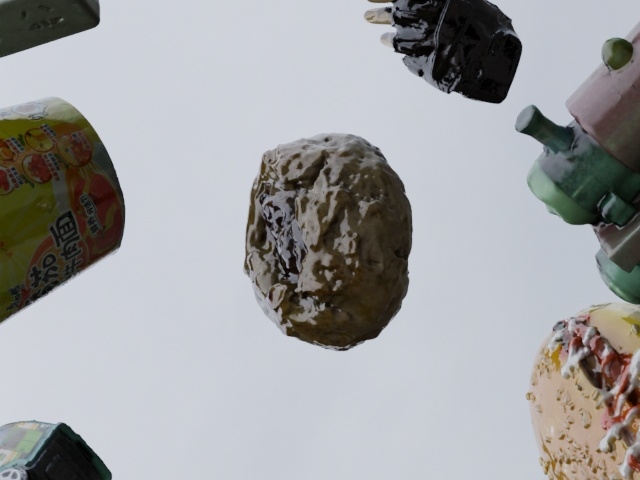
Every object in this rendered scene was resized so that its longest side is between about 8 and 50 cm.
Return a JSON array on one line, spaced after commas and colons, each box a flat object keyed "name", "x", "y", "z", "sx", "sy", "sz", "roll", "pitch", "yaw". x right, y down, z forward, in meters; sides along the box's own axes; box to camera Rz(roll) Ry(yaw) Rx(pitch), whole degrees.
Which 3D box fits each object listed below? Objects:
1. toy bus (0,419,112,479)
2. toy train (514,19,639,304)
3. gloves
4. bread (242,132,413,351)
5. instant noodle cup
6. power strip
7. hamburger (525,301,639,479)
[{"name": "toy bus", "x": -0.272, "y": 0.254, "z": 1.074, "sx": 0.261, "sy": 0.109, "sz": 0.091, "roll": -53, "pitch": -53, "yaw": -30}, {"name": "toy train", "x": 0.287, "y": -0.096, "z": 1.055, "sx": 0.221, "sy": 0.304, "sz": 0.150, "roll": 34, "pitch": -162, "yaw": -22}, {"name": "gloves", "x": 0.152, "y": -0.273, "z": 1.832, "sx": 0.124, "sy": 0.203, "sz": 0.164, "roll": -36, "pitch": 37, "yaw": 62}, {"name": "bread", "x": 0.000, "y": 0.000, "z": 1.414, "sx": 0.123, "sy": 0.230, "sz": 0.230, "roll": -2, "pitch": -82, "yaw": -24}, {"name": "instant noodle cup", "x": -0.359, "y": -0.038, "z": 1.620, "sx": 0.200, "sy": 0.264, "sz": 0.264, "roll": -26, "pitch": -58, "yaw": -33}, {"name": "power strip", "x": -0.394, "y": -0.244, "z": 1.591, "sx": 0.093, "sy": 0.288, "sz": 0.053, "roll": 50, "pitch": -153, "yaw": -60}, {"name": "hamburger", "x": 0.275, "y": 0.188, "z": 1.146, "sx": 0.151, "sy": 0.295, "sz": 0.227, "roll": -16, "pitch": -33, "yaw": -31}]
